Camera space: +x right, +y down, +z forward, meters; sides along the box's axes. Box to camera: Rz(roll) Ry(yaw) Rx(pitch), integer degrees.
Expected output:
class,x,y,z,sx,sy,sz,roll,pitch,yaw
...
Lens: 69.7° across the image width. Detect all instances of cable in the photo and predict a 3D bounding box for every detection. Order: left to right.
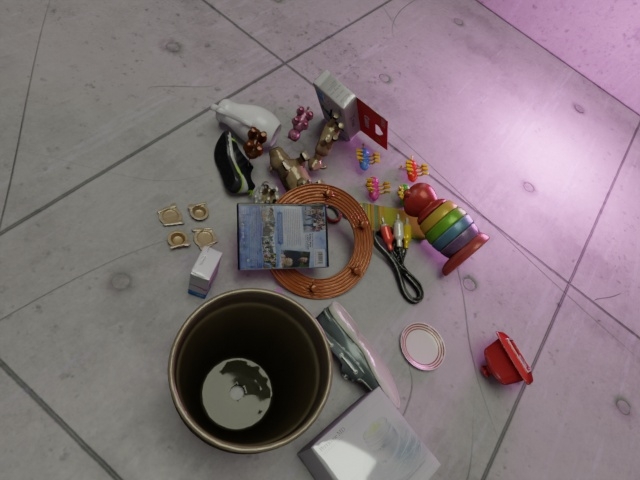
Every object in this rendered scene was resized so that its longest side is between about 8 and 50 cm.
class,x,y,z,sx,sy,sz,roll,pitch,yaw
cable,0.241,0.053,1.418,0.140,0.072,0.287,0,62,-21

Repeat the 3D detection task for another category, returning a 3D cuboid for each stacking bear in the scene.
class,x,y,z,sx,sy,sz,roll,pitch,yaw
stacking bear,0.380,-0.062,1.472,0.175,0.164,0.289,-31,75,-41

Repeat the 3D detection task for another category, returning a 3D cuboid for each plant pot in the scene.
class,x,y,z,sx,sy,sz,roll,pitch,yaw
plant pot,-0.166,0.307,1.006,0.323,0.280,0.323,9,57,-14

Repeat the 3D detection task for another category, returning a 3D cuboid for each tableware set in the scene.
class,x,y,z,sx,sy,sz,roll,pitch,yaw
tableware set,-0.376,-0.042,1.305,0.141,0.020,0.168,-12,64,-25

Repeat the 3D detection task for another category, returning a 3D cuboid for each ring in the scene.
class,x,y,z,sx,sy,sz,roll,pitch,yaw
ring,0.000,0.000,1.317,0.337,0.032,0.336,2,85,-18

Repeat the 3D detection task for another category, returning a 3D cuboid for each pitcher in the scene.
class,x,y,z,sx,sy,sz,roll,pitch,yaw
pitcher,-0.241,-0.381,1.474,0.207,0.125,0.178,26,15,1

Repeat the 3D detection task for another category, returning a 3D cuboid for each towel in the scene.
class,x,y,z,sx,sy,sz,roll,pitch,yaw
towel,0.237,-0.061,1.528,0.237,0.021,0.102,9,63,-15

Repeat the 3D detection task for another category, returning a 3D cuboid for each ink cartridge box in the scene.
class,x,y,z,sx,sy,sz,roll,pitch,yaw
ink cartridge box,-0.300,0.084,1.192,0.052,0.122,0.088,22,56,-5
ink cartridge box,0.107,-0.405,1.533,0.261,0.296,0.066,43,91,10

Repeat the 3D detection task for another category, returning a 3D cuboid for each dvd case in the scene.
class,x,y,z,sx,sy,sz,roll,pitch,yaw
dvd case,-0.101,-0.012,1.258,0.253,0.022,0.180,-1,85,-18

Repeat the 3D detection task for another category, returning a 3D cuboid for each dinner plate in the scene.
class,x,y,z,sx,sy,sz,roll,pitch,yaw
dinner plate,0.293,0.305,1.324,0.141,0.017,0.141,8,57,-13

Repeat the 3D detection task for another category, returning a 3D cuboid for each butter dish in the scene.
class,x,y,z,sx,sy,sz,roll,pitch,yaw
butter dish,0.519,0.353,1.318,0.160,0.118,0.159,21,38,-59

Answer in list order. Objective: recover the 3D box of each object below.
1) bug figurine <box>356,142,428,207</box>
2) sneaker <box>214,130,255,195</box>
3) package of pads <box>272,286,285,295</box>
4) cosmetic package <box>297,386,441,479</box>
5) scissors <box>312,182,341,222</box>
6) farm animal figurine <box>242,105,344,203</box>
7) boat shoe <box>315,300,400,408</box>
class,x,y,z,sx,sy,sz,roll,pitch,yaw
bug figurine,0.238,-0.222,1.593,0.279,0.072,0.216,11,63,-18
sneaker,-0.263,-0.235,1.442,0.097,0.084,0.234,7,57,-42
package of pads,-0.131,0.169,1.253,0.083,0.032,0.050,-33,72,-32
cosmetic package,0.110,0.507,1.066,0.224,0.138,0.224,-31,72,-31
scissors,-0.009,-0.173,1.511,0.109,0.021,0.297,-34,72,-23
farm animal figurine,-0.075,-0.236,1.435,0.331,0.172,0.326,-10,81,-18
boat shoe,0.093,0.317,1.221,0.099,0.116,0.319,-37,80,12
